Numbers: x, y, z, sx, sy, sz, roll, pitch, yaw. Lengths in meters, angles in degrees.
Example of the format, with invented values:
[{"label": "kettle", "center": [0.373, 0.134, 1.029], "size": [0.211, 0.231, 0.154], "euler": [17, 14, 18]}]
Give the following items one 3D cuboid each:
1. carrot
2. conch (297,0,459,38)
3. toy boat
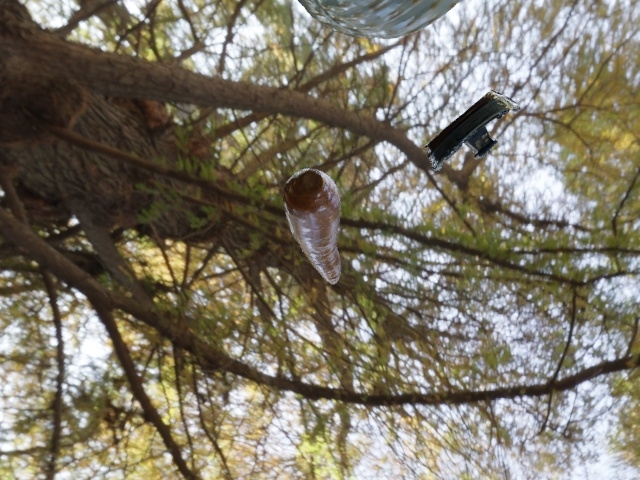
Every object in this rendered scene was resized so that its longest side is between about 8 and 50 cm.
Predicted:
[{"label": "carrot", "center": [0.000, 0.000, 0.575], "size": [0.048, 0.216, 0.048], "euler": [-2, -115, 5]}, {"label": "conch", "center": [0.066, -0.373, 0.809], "size": [0.303, 0.319, 0.215], "euler": [29, -61, 36]}, {"label": "toy boat", "center": [0.196, -0.136, 0.789], "size": [0.137, 0.060, 0.061], "euler": [-42, -88, -7]}]
